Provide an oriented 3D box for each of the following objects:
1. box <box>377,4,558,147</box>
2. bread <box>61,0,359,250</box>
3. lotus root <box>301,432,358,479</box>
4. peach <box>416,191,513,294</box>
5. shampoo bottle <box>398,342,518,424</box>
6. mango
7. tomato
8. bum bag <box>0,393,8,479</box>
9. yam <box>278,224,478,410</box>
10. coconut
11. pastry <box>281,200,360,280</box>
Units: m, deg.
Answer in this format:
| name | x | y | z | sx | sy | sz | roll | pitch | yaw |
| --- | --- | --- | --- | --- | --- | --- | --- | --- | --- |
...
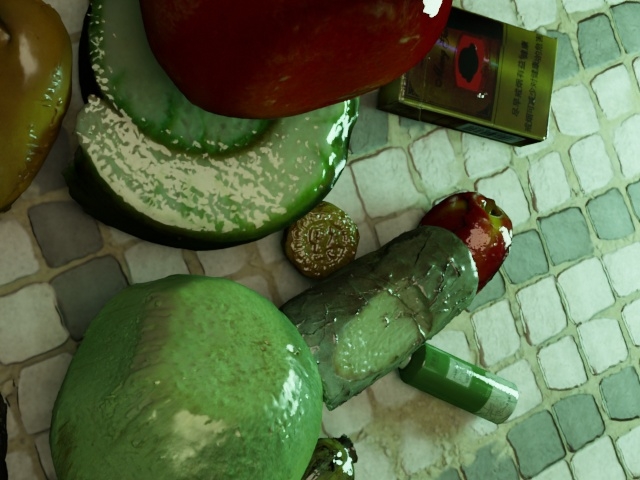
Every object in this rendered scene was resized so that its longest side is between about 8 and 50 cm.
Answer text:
| name | x | y | z | sx | sy | sz | roll | pitch | yaw |
| --- | --- | --- | --- | --- | --- | --- | --- | --- | --- |
| box | 0.203 | -0.230 | 1.412 | 0.240 | 0.071 | 0.159 | 12 | 83 | -23 |
| bread | -0.141 | -0.169 | 1.220 | 0.382 | 0.129 | 0.366 | -38 | 98 | -21 |
| lotus root | -0.024 | 0.307 | 1.259 | 0.179 | 0.080 | 0.089 | -45 | 106 | -17 |
| peach | 0.173 | 0.013 | 1.366 | 0.092 | 0.127 | 0.172 | 32 | 99 | -27 |
| shampoo bottle | 0.163 | 0.176 | 1.365 | 0.204 | 0.065 | 0.065 | 26 | 76 | -20 |
| mango | -0.344 | -0.149 | 1.118 | 0.151 | 0.156 | 0.249 | 18 | 85 | -52 |
| tomato | -0.027 | -0.282 | 1.053 | 0.325 | 0.290 | 0.293 | -10 | 89 | -15 |
| bum bag | -0.363 | 0.248 | 1.075 | 0.069 | 0.102 | 0.248 | -11 | 69 | 2 |
| yam | 0.059 | 0.091 | 1.256 | 0.254 | 0.154 | 0.154 | -33 | 99 | -28 |
| coconut | -0.146 | 0.202 | 1.105 | 0.281 | 0.328 | 0.328 | -4 | 87 | -31 |
| pastry | 0.000 | 0.000 | 1.310 | 0.109 | 0.057 | 0.097 | -14 | 97 | -22 |
